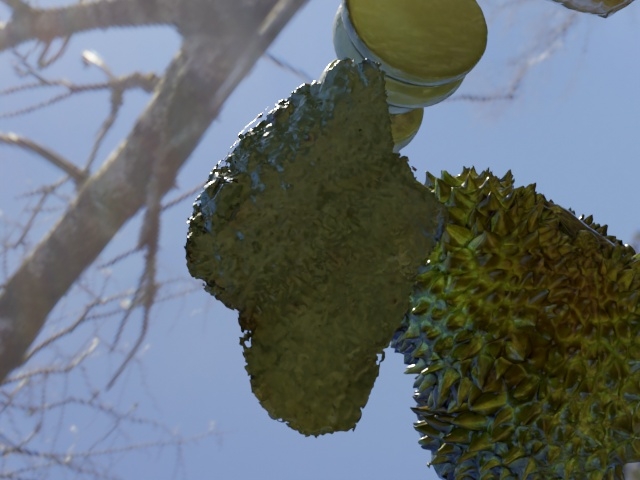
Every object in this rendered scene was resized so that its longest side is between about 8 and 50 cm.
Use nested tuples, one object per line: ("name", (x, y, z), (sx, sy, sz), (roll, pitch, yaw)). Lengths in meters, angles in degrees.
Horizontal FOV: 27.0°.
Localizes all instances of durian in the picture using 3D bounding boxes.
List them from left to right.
("durian", (0.162, 0.073, 1.005), (0.291, 0.224, 0.291), (-22, -90, -87))

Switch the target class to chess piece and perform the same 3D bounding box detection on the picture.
("chess piece", (0.054, -0.148, 1.326), (0.144, 0.251, 0.144), (8, -121, -14))

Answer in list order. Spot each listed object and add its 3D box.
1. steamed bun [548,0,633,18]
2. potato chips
("steamed bun", (0.033, -0.182, 0.426), (0.189, 0.247, 0.428), (43, -167, 19))
("potato chips", (-0.001, 0.004, 0.847), (0.167, 0.059, 0.228), (-20, -107, -6))
